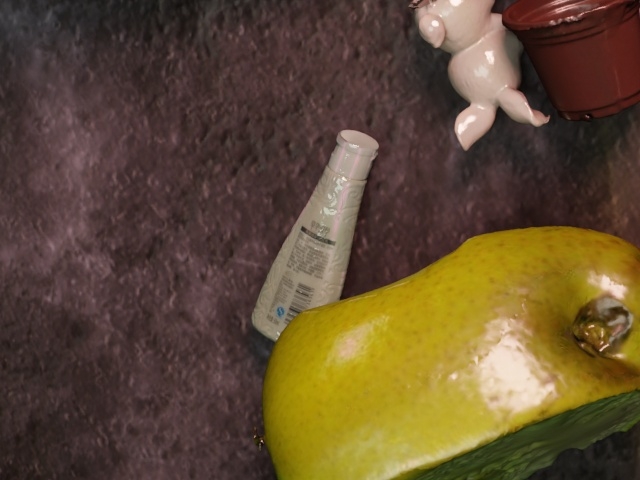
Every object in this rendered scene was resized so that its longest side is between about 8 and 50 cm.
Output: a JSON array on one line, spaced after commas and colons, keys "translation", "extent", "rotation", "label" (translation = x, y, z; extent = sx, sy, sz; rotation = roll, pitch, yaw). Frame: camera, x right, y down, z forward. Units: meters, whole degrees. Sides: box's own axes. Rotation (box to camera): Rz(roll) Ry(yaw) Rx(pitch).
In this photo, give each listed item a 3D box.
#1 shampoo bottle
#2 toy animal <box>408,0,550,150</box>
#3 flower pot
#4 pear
[{"translation": [0.000, 0.000, 1.398], "extent": [0.069, 0.041, 0.191], "rotation": [28, 112, 20], "label": "shampoo bottle"}, {"translation": [0.122, -0.143, 1.293], "extent": [0.071, 0.085, 0.124], "rotation": [-23, 105, 27], "label": "toy animal"}, {"translation": [0.197, -0.139, 1.250], "extent": [0.111, 0.111, 0.089], "rotation": [-9, 112, 24], "label": "flower pot"}, {"translation": [0.122, 0.085, 1.257], "extent": [0.282, 0.286, 0.176], "rotation": [-31, 71, 26], "label": "pear"}]
